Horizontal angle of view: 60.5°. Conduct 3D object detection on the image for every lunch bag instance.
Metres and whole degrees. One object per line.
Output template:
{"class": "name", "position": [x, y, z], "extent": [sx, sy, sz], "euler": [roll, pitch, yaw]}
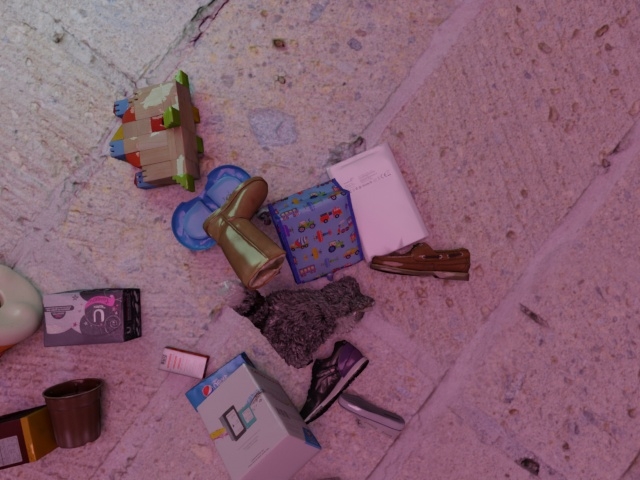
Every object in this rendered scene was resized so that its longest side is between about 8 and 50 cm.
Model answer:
{"class": "lunch bag", "position": [0.000, 0.000, 1.624], "extent": [0.221, 0.138, 0.293], "euler": [-22, 119, -8]}

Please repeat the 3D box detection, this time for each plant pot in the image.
{"class": "plant pot", "position": [-0.739, 0.522, 1.652], "extent": [0.167, 0.167, 0.165], "euler": [-4, 94, 2]}

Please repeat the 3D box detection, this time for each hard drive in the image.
{"class": "hard drive", "position": [0.175, -0.118, 1.700], "extent": [0.210, 0.040, 0.319], "euler": [-24, 86, 1]}

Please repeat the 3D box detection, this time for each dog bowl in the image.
{"class": "dog bowl", "position": [-0.325, -0.099, 1.702], "extent": [0.166, 0.074, 0.297], "euler": [43, 89, 3]}

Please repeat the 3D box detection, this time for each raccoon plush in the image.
{"class": "raccoon plush", "position": [-0.034, 0.176, 1.528], "extent": [0.299, 0.446, 0.216], "euler": [-39, 58, 2]}

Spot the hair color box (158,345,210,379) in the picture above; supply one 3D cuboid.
{"class": "hair color box", "position": [-0.422, 0.379, 1.698], "extent": [0.141, 0.043, 0.072], "euler": [13, 88, 2]}

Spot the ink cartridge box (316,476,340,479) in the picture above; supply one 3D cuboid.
{"class": "ink cartridge box", "position": [-0.038, 0.777, 1.609], "extent": [0.212, 0.154, 0.093], "euler": [-8, 85, 3]}

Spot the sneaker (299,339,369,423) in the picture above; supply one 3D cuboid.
{"class": "sneaker", "position": [0.011, 0.428, 1.665], "extent": [0.124, 0.107, 0.283], "euler": [42, 86, 19]}

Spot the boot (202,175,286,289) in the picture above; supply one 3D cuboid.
{"class": "boot", "position": [-0.170, -0.025, 1.469], "extent": [0.236, 0.089, 0.269], "euler": [-46, 51, -3]}

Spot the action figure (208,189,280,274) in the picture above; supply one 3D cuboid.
{"class": "action figure", "position": [-0.219, -0.020, 1.634], "extent": [0.185, 0.099, 0.285], "euler": [-23, 112, -7]}

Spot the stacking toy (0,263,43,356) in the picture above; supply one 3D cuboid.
{"class": "stacking toy", "position": [-1.093, 0.318, 1.643], "extent": [0.350, 0.350, 0.480], "euler": [39, 108, 3]}

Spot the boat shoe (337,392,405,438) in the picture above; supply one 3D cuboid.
{"class": "boat shoe", "position": [0.144, 0.534, 1.637], "extent": [0.226, 0.083, 0.076], "euler": [26, 98, -8]}

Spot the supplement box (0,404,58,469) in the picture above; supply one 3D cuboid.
{"class": "supplement box", "position": [-0.900, 0.585, 1.632], "extent": [0.194, 0.191, 0.129], "euler": [-14, 87, 1]}

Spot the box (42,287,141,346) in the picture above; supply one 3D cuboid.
{"class": "box", "position": [-0.691, 0.229, 1.666], "extent": [0.247, 0.142, 0.163], "euler": [-3, 88, 2]}

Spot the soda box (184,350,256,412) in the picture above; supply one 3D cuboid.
{"class": "soda box", "position": [-0.304, 0.431, 1.679], "extent": [0.210, 0.067, 0.071], "euler": [-36, 86, 0]}

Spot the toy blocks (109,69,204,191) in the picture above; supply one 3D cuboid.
{"class": "toy blocks", "position": [-0.522, -0.312, 1.683], "extent": [0.260, 0.191, 0.381], "euler": [-10, 84, 13]}

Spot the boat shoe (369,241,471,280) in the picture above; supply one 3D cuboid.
{"class": "boat shoe", "position": [0.301, 0.058, 1.659], "extent": [0.307, 0.111, 0.104], "euler": [6, 88, -9]}

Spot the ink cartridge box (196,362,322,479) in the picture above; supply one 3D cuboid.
{"class": "ink cartridge box", "position": [-0.175, 0.529, 1.547], "extent": [0.197, 0.198, 0.270], "euler": [-44, 49, 0]}
